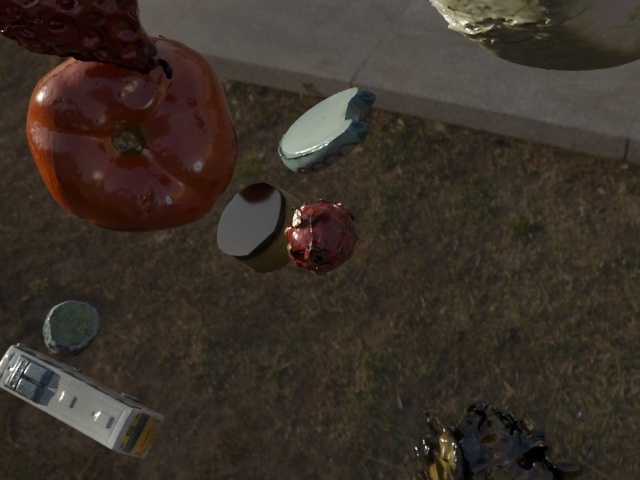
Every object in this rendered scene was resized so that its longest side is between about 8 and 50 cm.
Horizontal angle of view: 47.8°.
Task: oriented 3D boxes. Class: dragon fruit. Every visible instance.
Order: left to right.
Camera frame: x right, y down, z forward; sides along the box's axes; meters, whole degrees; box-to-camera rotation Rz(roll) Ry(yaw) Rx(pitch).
[{"bbox_3d":[0.000,0.000,1.285,0.136,0.133,0.166,13,30,0],"label":"dragon fruit"}]

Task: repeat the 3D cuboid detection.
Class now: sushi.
[{"bbox_3d":[0.262,0.354,1.094,0.203,0.200,0.213,-6,32,-13],"label":"sushi"}]

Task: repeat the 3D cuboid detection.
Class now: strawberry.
[{"bbox_3d":[-0.262,-0.263,0.725,0.178,0.234,0.234,-14,47,-11],"label":"strawberry"}]

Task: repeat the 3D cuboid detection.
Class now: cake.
[{"bbox_3d":[-0.111,-0.011,1.617,0.185,0.178,0.208,-18,50,29],"label":"cake"}]

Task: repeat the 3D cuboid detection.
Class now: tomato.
[{"bbox_3d":[-0.232,-0.129,0.915,0.259,0.260,0.180,-19,13,0],"label":"tomato"}]

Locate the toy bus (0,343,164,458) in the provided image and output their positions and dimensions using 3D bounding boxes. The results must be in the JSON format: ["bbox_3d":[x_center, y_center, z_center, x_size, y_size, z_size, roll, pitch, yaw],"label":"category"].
[{"bbox_3d":[-0.455,0.298,1.343,0.342,0.138,0.097,19,77,24],"label":"toy bus"}]

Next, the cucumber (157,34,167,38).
[{"bbox_3d":[-0.408,-0.383,1.698,0.191,0.130,0.191,-18,55,27],"label":"cucumber"}]

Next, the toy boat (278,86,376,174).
[{"bbox_3d":[0.017,-0.179,1.259,0.207,0.079,0.134,-24,44,38],"label":"toy boat"}]

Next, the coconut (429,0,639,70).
[{"bbox_3d":[0.146,-0.229,0.440,0.227,0.227,0.230,-22,47,-3],"label":"coconut"}]

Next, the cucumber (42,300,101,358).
[{"bbox_3d":[-0.292,0.107,0.844,0.064,0.112,0.064,6,73,-21],"label":"cucumber"}]
